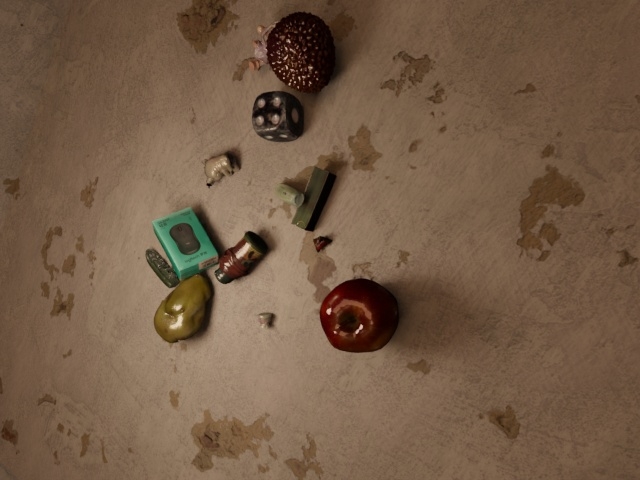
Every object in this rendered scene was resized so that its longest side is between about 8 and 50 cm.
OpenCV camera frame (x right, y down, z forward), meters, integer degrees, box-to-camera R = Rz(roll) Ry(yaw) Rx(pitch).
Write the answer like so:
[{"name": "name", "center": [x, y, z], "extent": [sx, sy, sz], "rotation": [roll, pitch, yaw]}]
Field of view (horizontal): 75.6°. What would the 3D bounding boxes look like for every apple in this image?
[{"name": "apple", "center": [0.155, 0.280, 1.555], "extent": [0.288, 0.317, 0.288], "rotation": [-2, 87, 27]}]

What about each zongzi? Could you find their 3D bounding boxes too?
[{"name": "zongzi", "center": [0.000, 0.000, 1.778], "extent": [0.083, 0.073, 0.067], "rotation": [-25, 58, 19]}]

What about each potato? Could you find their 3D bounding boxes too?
[{"name": "potato", "center": [-0.652, 0.322, 1.984], "extent": [0.218, 0.202, 0.351], "rotation": [12, 78, 36]}]

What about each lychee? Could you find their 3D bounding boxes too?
[{"name": "lychee", "center": [-0.079, -0.788, 1.742], "extent": [0.306, 0.306, 0.330], "rotation": [-28, 84, 20]}]

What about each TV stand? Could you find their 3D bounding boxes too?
[{"name": "TV stand", "center": [-0.029, -0.177, 1.795], "extent": [0.082, 0.088, 0.270], "rotation": [27, 99, 22]}]

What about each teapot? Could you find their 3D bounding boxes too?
[{"name": "teapot", "center": [-0.258, 0.363, 1.877], "extent": [0.083, 0.064, 0.064], "rotation": [0, 93, 56]}]

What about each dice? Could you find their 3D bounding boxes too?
[{"name": "dice", "center": [-0.189, -0.549, 1.846], "extent": [0.183, 0.181, 0.182], "rotation": [3, 85, 25]}]

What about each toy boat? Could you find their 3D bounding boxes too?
[{"name": "toy boat", "center": [-0.823, 0.134, 2.131], "extent": [0.260, 0.078, 0.085], "rotation": [45, 121, 19]}]

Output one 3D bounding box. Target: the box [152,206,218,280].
[{"name": "box", "center": [-0.650, 0.010, 1.986], "extent": [0.311, 0.205, 0.118], "rotation": [56, 150, 18]}]

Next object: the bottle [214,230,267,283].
[{"name": "bottle", "center": [-0.372, 0.091, 1.905], "extent": [0.156, 0.143, 0.271], "rotation": [41, 102, -19]}]

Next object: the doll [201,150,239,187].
[{"name": "doll", "center": [-0.494, -0.358, 2.016], "extent": [0.192, 0.095, 0.149], "rotation": [-26, 78, 18]}]

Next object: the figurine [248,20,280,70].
[{"name": "figurine", "center": [-0.228, -0.901, 1.922], "extent": [0.276, 0.133, 0.200], "rotation": [-38, 84, 22]}]

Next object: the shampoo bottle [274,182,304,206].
[{"name": "shampoo bottle", "center": [-0.139, -0.201, 1.814], "extent": [0.212, 0.049, 0.072], "rotation": [30, 95, 55]}]
